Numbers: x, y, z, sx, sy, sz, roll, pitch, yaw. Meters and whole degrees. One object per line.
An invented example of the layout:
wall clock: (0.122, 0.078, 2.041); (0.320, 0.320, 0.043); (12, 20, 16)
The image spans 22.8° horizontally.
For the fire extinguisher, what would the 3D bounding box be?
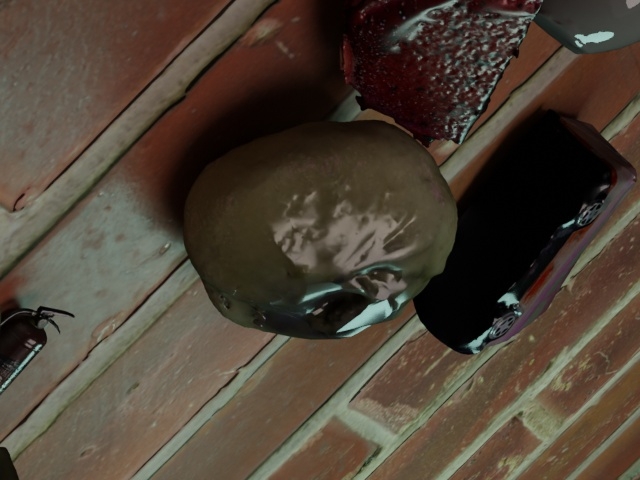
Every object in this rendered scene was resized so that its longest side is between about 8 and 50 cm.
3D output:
fire extinguisher: (-0.296, 0.114, 1.443); (0.158, 0.043, 0.064); (-48, 133, 9)

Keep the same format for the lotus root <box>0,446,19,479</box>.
lotus root: (-0.385, 0.250, 1.407); (0.234, 0.119, 0.138); (2, 142, -37)

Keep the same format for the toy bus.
toy bus: (0.242, -0.003, 1.884); (0.147, 0.127, 0.303); (-5, 134, -54)

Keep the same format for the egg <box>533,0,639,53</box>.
egg: (0.284, -0.289, 1.493); (0.232, 0.176, 0.176); (-52, 151, 10)

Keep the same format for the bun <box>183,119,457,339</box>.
bun: (0.004, -0.003, 1.496); (0.272, 0.168, 0.273); (-12, 151, -7)

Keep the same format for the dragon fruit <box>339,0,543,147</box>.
dragon fruit: (0.111, -0.200, 1.425); (0.189, 0.163, 0.262); (-49, 169, -32)
